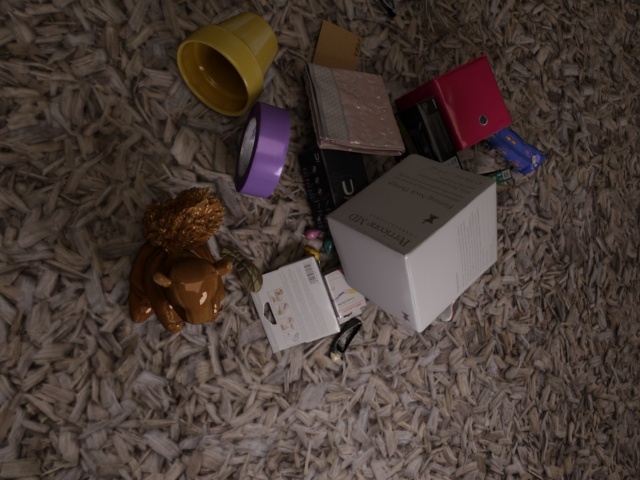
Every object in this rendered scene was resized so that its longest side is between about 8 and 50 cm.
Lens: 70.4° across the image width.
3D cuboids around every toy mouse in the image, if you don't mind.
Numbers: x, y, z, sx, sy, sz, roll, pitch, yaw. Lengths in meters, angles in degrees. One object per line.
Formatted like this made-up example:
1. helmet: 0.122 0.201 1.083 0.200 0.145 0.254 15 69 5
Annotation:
1. toy mouse: 0.000 0.000 1.566 0.143 0.031 0.161 -47 106 -16

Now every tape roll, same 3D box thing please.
1. tape roll: -0.179 -0.269 1.361 0.090 0.275 0.274 10 86 -22

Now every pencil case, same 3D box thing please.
1. pencil case: 0.770 -0.385 1.831 0.306 0.133 0.119 32 112 -19

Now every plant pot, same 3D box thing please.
1. plant pot: -0.257 -0.548 1.362 0.254 0.254 0.239 41 59 -17

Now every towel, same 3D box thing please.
1. towel: 0.111 -0.438 1.506 0.317 0.053 0.331 0 66 -26

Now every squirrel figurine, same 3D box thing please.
1. squirrel figurine: -0.380 0.053 1.227 0.281 0.370 0.396 -5 92 -22

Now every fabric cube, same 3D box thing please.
1. fabric cube: 0.477 -0.469 1.640 0.254 0.259 0.258 -29 100 -19

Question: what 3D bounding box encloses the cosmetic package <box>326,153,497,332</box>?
1. cosmetic package: 0.297 -0.006 1.413 0.394 0.329 0.327 -37 132 -22

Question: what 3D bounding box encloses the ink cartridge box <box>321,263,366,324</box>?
1. ink cartridge box: 0.083 0.190 1.581 0.115 0.067 0.198 -23 99 -22

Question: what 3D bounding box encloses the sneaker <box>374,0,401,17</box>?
1. sneaker: 0.298 -0.883 1.669 0.229 0.086 0.132 3 94 -12

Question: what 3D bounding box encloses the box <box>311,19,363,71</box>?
1. box: 0.056 -0.649 1.595 0.165 0.021 0.201 16 85 -22

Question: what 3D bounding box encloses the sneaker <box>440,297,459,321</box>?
1. sneaker: 0.513 0.245 1.775 0.065 0.061 0.157 32 78 -47

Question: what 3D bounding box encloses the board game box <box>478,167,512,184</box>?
1. board game box: 0.512 -0.191 1.679 0.317 0.213 0.046 -20 98 -22

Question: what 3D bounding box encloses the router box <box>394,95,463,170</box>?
1. router box: 0.357 -0.320 1.600 0.081 0.243 0.308 -28 101 -20

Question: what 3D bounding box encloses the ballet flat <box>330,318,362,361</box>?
1. ballet flat: 0.087 0.348 1.593 0.057 0.049 0.173 37 77 -17

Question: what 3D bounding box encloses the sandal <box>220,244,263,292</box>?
1. sandal: -0.252 0.091 1.459 0.072 0.049 0.180 -42 90 -23

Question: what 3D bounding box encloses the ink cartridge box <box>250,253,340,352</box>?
1. ink cartridge box: -0.088 0.212 1.518 0.239 0.060 0.275 -19 98 3

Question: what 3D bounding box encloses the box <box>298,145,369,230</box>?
1. box: 0.057 -0.185 1.517 0.165 0.143 0.270 -19 97 -33
